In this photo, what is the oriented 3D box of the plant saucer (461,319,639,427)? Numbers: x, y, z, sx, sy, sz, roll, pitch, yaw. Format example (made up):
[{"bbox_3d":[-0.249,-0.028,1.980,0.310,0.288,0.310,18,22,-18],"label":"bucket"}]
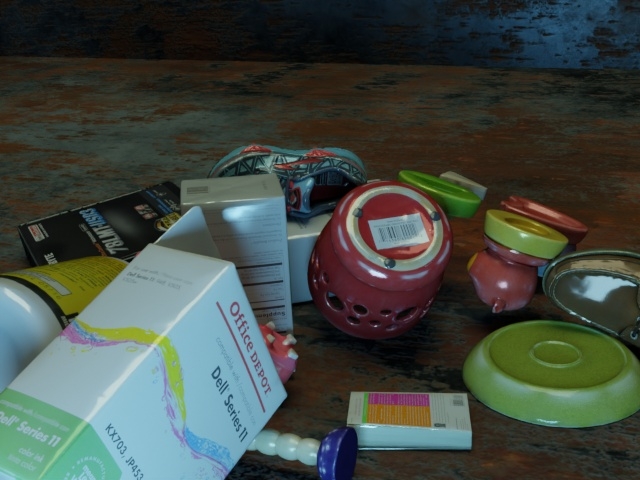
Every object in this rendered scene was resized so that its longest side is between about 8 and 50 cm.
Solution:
[{"bbox_3d":[0.306,0.161,1.204,0.241,0.037,0.241,-2,22,1],"label":"plant saucer"}]

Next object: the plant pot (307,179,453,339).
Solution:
[{"bbox_3d":[0.086,0.019,1.292,0.191,0.174,0.191,5,58,-7],"label":"plant pot"}]

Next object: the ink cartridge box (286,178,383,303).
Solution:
[{"bbox_3d":[0.000,0.000,1.509,0.289,0.121,0.211,-9,23,-13],"label":"ink cartridge box"}]

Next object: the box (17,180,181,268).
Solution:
[{"bbox_3d":[-0.341,0.003,1.570,0.293,0.073,0.295,-18,25,-20],"label":"box"}]

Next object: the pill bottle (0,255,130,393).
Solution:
[{"bbox_3d":[-0.300,0.118,1.117,0.188,0.188,0.334,6,8,19],"label":"pill bottle"}]

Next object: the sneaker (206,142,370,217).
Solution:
[{"bbox_3d":[-0.050,-0.091,1.441,0.262,0.104,0.125,-7,25,-8],"label":"sneaker"}]

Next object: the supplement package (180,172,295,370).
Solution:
[{"bbox_3d":[-0.111,0.047,1.238,0.134,0.244,0.139,-5,17,-6],"label":"supplement package"}]

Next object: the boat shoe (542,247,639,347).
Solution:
[{"bbox_3d":[0.445,0.092,1.208,0.307,0.111,0.104,13,26,10],"label":"boat shoe"}]

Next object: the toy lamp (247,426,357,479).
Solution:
[{"bbox_3d":[-0.097,0.218,1.051,0.274,0.080,0.080,6,24,21],"label":"toy lamp"}]

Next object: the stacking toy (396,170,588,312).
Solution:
[{"bbox_3d":[0.252,-0.001,1.429,0.279,0.130,0.309,25,15,25],"label":"stacking toy"}]

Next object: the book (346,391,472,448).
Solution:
[{"bbox_3d":[0.106,0.212,1.109,0.144,0.035,0.096,0,20,6],"label":"book"}]

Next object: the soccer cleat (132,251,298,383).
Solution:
[{"bbox_3d":[-0.139,0.107,1.141,0.248,0.095,0.083,36,15,-16],"label":"soccer cleat"}]

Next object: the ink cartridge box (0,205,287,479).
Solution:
[{"bbox_3d":[-0.158,0.150,0.924,0.119,0.207,0.353,12,47,33],"label":"ink cartridge box"}]
